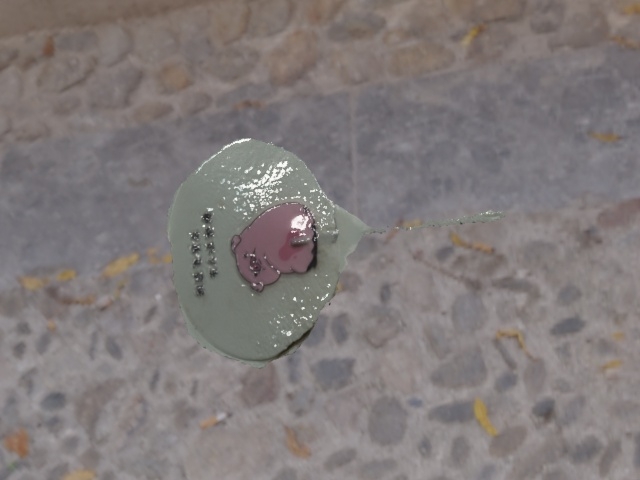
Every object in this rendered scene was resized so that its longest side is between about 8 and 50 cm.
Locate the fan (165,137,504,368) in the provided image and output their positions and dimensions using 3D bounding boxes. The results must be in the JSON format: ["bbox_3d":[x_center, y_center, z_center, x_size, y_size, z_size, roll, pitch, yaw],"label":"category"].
[{"bbox_3d":[-0.001,0.000,0.936,0.310,0.010,0.182,-10,86,35],"label":"fan"}]
